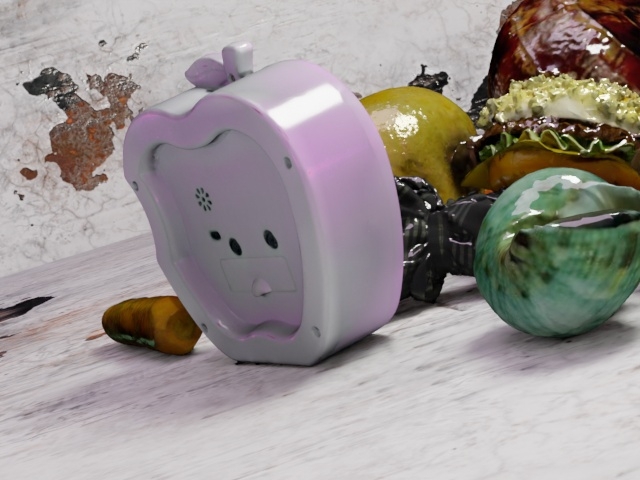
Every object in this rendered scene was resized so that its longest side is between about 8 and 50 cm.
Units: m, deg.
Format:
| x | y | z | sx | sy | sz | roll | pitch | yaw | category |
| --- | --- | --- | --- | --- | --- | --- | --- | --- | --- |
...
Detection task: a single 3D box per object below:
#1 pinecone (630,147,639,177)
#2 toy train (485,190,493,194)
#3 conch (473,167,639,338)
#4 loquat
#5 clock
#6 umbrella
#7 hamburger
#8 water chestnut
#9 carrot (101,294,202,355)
| x | y | z | sx | sy | sz | roll | pitch | yaw | category |
| --- | --- | --- | --- | --- | --- | --- | --- | --- | --- |
| 0.364 | -0.060 | 1.115 | 0.205 | 0.179 | 0.184 | -27 | -8 | 0 | pinecone |
| 0.203 | -0.073 | 1.734 | 0.074 | 0.118 | 0.176 | -20 | 6 | -9 | toy train |
| 0.211 | 0.006 | 1.062 | 0.176 | 0.122 | 0.188 | -34 | 13 | 27 | conch |
| 0.099 | -0.071 | 1.519 | 0.244 | 0.243 | 0.244 | -16 | 7 | 2 | loquat |
| -0.063 | -0.034 | 1.255 | 0.102 | 0.338 | 0.339 | -28 | 13 | -34 | clock |
| 0.141 | 0.002 | 1.305 | 0.337 | 0.128 | 0.154 | 4 | 45 | 29 | umbrella |
| 0.291 | -0.093 | 1.359 | 0.262 | 0.138 | 0.243 | 20 | -14 | -17 | hamburger |
| 0.395 | -0.202 | 1.817 | 0.350 | 0.350 | 0.302 | -23 | -32 | -41 | water chestnut |
| -0.210 | 0.103 | 1.538 | 0.070 | 0.070 | 0.260 | -20 | 6 | -25 | carrot |
